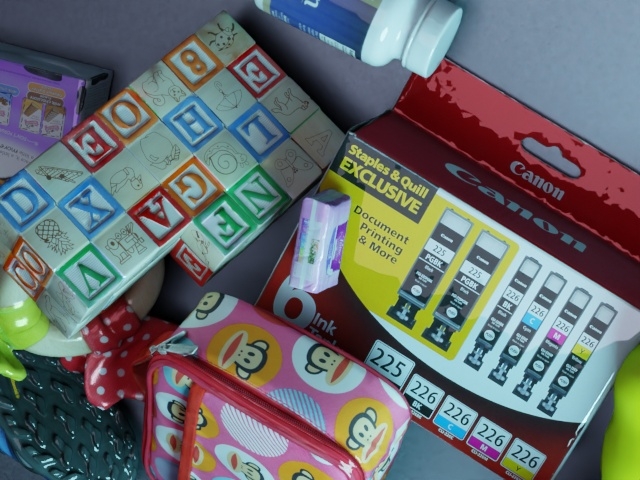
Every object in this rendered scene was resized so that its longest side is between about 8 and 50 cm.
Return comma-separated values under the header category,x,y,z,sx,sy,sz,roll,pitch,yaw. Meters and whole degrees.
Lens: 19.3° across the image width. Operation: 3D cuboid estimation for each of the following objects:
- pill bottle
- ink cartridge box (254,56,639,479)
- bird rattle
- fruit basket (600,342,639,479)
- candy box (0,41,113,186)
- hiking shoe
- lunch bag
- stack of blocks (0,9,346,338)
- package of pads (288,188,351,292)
category,x,y,z,sx,sy,sz,roll,pitch,yaw
pill bottle,0.035,-0.211,1.659,0.169,0.094,0.094,27,111,10
ink cartridge box,0.140,0.025,1.668,0.309,0.130,0.272,31,111,9
bird rattle,-0.223,0.061,1.742,0.253,0.143,0.207,14,122,-29
fruit basket,0.329,0.253,1.592,0.392,0.283,0.392,-4,76,18
candy box,-0.301,-0.085,1.817,0.165,0.070,0.196,15,108,13
hiking shoe,-0.315,0.158,1.881,0.304,0.113,0.132,36,156,-8
lunch bag,-0.061,0.169,1.708,0.258,0.120,0.293,30,151,11
stack of blocks,-0.137,-0.046,1.655,0.171,0.297,0.087,47,151,3
package of pads,0.000,0.000,1.611,0.032,0.050,0.083,16,107,23
